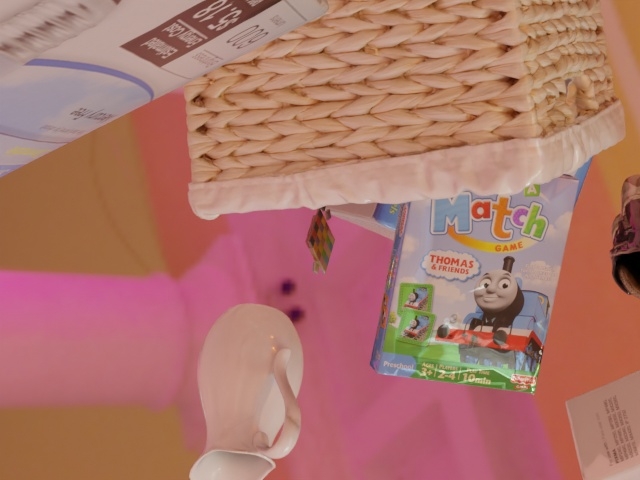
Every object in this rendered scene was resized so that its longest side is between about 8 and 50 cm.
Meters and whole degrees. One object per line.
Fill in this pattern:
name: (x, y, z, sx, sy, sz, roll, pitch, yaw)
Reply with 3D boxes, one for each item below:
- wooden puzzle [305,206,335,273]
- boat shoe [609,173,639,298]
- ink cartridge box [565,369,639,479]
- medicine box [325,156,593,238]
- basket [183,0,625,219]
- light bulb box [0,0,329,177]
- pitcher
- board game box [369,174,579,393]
wooden puzzle: (0.000, 0.000, 1.730, 0.006, 0.049, 0.083, -5, -136, 23)
boat shoe: (0.352, 0.020, 1.751, 0.285, 0.103, 0.092, 70, 35, -67)
ink cartridge box: (0.381, 0.180, 1.591, 0.237, 0.172, 0.100, -26, -126, 21)
medicine box: (0.186, -0.107, 2.111, 0.149, 0.289, 0.263, 17, -95, 60)
basket: (0.076, -0.179, 1.479, 0.331, 0.328, 0.266, -4, -82, 23)
light bulb box: (-0.225, -0.135, 0.673, 0.225, 0.361, 0.358, 64, 8, 5)
pitcher: (-0.072, 0.175, 1.925, 0.178, 0.125, 0.207, -28, -136, 44)
board game box: (0.145, 0.031, 1.555, 0.039, 0.160, 0.211, -133, -128, -75)
